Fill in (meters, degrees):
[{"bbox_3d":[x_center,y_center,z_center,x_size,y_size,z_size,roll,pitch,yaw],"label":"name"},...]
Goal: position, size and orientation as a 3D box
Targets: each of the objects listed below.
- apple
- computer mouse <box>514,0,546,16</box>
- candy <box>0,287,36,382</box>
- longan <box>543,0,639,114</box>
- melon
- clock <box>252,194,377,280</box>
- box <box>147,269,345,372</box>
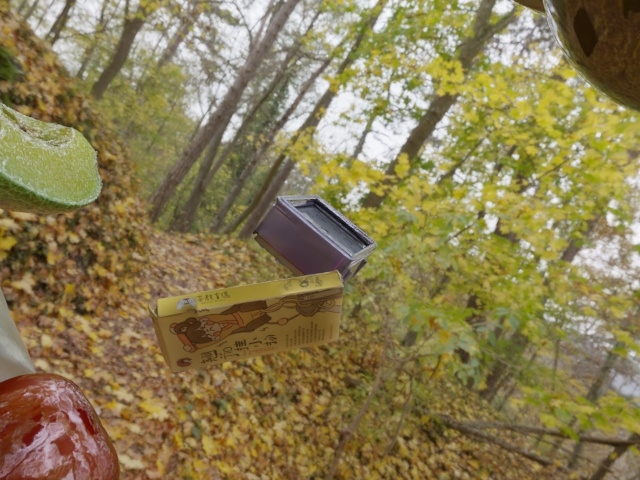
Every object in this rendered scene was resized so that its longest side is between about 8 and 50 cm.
[{"bbox_3d":[-0.291,0.226,0.459,0.168,0.181,0.181,-18,35,-41],"label":"apple"},{"bbox_3d":[0.336,-0.358,0.622,0.197,0.331,0.095,18,-45,21],"label":"computer mouse"},{"bbox_3d":[-0.528,0.106,0.615,0.358,0.208,0.145,36,-29,36],"label":"candy"},{"bbox_3d":[0.261,-0.183,0.303,0.245,0.246,0.215,28,-28,-4],"label":"longan"},{"bbox_3d":[-0.551,-0.154,0.858,0.330,0.226,0.343,14,-19,24],"label":"melon"},{"bbox_3d":[0.000,0.001,0.734,0.144,0.073,0.193,39,16,10],"label":"clock"},{"bbox_3d":[-0.055,0.065,0.385,0.148,0.073,0.020,-9,44,-12],"label":"box"}]
